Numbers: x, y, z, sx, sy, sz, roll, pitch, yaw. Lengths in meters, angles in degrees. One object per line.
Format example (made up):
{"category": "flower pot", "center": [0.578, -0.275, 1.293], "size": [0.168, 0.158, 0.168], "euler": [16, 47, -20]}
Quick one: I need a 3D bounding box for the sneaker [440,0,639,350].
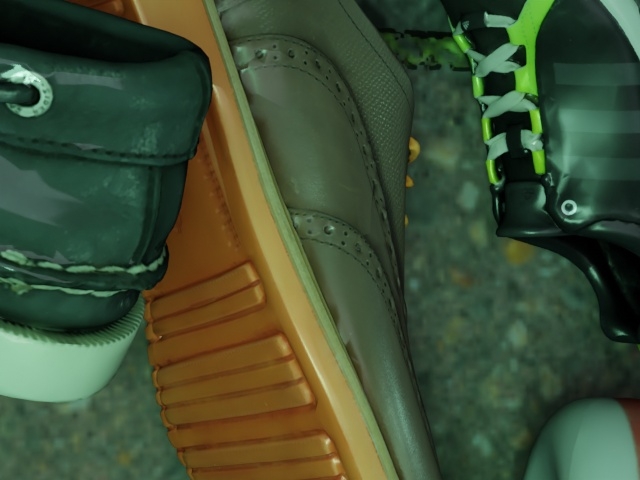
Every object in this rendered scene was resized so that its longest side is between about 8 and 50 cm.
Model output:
{"category": "sneaker", "center": [0.107, -0.044, 0.743], "size": [0.097, 0.084, 0.234], "euler": [-46, 107, -21]}

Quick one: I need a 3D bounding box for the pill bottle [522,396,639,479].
{"category": "pill bottle", "center": [0.258, 0.182, 0.666], "size": [0.363, 0.210, 0.210], "euler": [7, 83, 0]}

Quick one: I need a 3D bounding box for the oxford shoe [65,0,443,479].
{"category": "oxford shoe", "center": [0.000, 0.000, 0.665], "size": [0.133, 0.130, 0.363], "euler": [-25, 99, -34]}

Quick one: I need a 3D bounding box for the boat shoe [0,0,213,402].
{"category": "boat shoe", "center": [-0.181, -0.085, 0.443], "size": [0.340, 0.127, 0.113], "euler": [31, 111, -1]}
